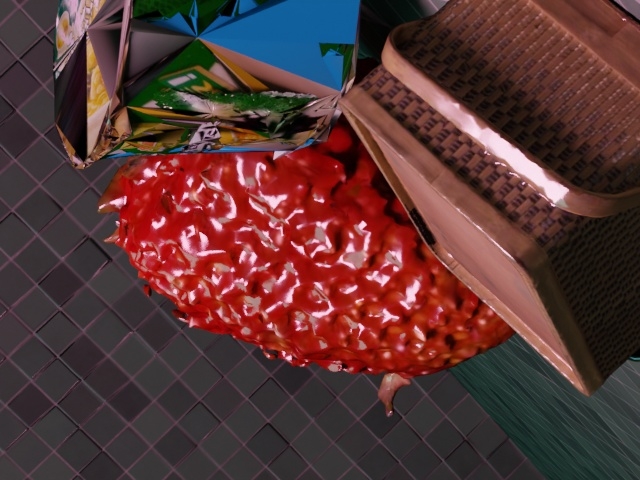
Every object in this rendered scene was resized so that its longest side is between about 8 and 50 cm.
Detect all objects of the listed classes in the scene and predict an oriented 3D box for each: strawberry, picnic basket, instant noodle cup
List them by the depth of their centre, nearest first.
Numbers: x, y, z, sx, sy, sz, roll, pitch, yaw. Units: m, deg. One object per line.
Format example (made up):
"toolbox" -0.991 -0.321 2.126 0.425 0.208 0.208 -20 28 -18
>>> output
"picnic basket" 0.137 -0.035 1.155 0.165 0.139 0.266 44 175 28
"instant noodle cup" -0.085 -0.161 1.452 0.178 0.240 0.240 2 -167 -20
"strawberry" -0.001 0.001 1.656 0.343 0.292 0.292 46 176 13

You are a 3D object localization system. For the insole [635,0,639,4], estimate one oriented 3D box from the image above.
"insole" 0.127 -0.159 0.998 0.322 0.007 0.109 45 176 26
